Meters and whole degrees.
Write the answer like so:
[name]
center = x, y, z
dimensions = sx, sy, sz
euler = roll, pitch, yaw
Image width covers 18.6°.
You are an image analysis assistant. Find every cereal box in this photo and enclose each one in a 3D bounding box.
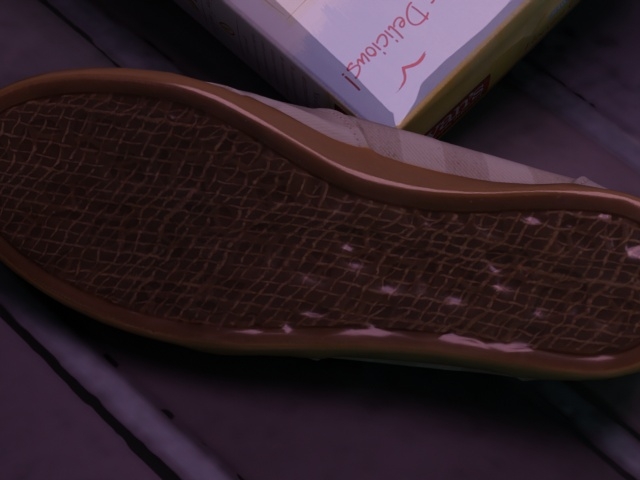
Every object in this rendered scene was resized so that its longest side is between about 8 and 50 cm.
[cereal box]
center = -0.005, -0.156, 0.658
dimensions = 0.240, 0.047, 0.173
euler = 43, 76, 15

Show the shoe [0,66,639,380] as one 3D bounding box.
[shoe]
center = 0.000, 0.000, 0.570
dimensions = 0.219, 0.076, 0.058
euler = 13, 2, 8
